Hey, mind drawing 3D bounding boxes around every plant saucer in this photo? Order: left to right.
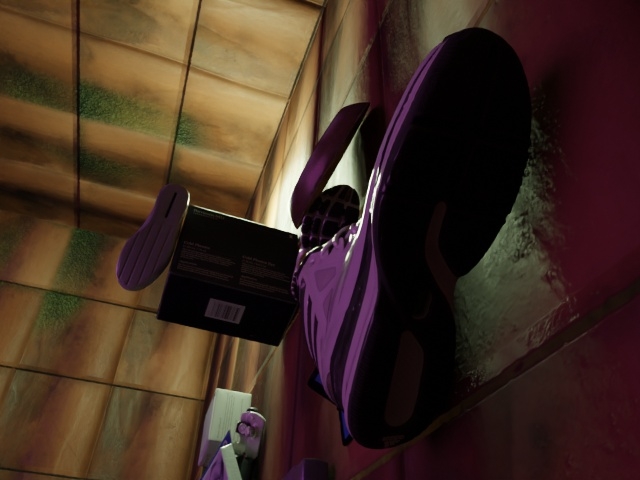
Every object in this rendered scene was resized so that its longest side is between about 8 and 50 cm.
[{"bbox_3d":[0.009,-0.168,1.159,0.311,0.050,0.310,-61,0,1],"label":"plant saucer"}]

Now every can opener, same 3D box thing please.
[{"bbox_3d":[-0.201,0.595,1.442,0.093,0.074,0.281,39,-117,-66],"label":"can opener"}]

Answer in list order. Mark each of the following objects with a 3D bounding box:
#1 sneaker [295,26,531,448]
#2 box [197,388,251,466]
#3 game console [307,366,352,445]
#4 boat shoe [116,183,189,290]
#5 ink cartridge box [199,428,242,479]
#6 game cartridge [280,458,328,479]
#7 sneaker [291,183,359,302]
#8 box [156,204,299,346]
[{"bbox_3d":[0.062,-0.018,0.638,0.257,0.169,0.448,34,112,59],"label":"sneaker"},{"bbox_3d":[-0.302,0.597,1.704,0.182,0.119,0.181,-90,19,-47],"label":"box"},{"bbox_3d":[0.028,0.240,0.843,0.071,0.107,0.122,-47,-13,-50],"label":"game console"},{"bbox_3d":[-0.437,0.005,1.457,0.119,0.121,0.335,115,176,-57],"label":"boat shoe"},{"bbox_3d":[-0.273,0.649,1.396,0.223,0.045,0.224,-61,33,21],"label":"ink cartridge box"},{"bbox_3d":[-0.063,0.541,0.926,0.355,0.068,0.230,118,165,-46],"label":"game cartridge"},{"bbox_3d":[0.000,0.000,1.142,0.118,0.107,0.279,-85,16,-68],"label":"sneaker"},{"bbox_3d":[-0.247,0.095,1.518,0.313,0.343,0.179,-92,22,-53],"label":"box"}]
